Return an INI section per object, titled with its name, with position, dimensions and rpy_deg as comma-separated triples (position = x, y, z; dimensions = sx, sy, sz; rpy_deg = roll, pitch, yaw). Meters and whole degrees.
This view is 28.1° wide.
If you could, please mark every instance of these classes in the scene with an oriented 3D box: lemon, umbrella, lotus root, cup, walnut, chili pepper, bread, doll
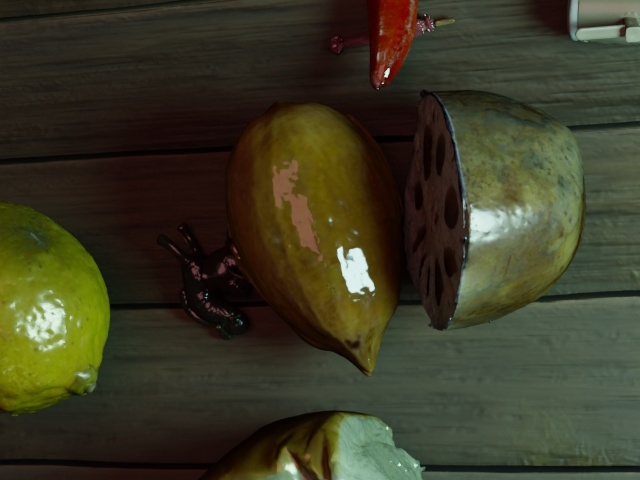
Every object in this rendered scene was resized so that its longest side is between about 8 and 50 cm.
[lemon]
position = -0.388, 0.084, 1.579
dimensions = 0.310, 0.253, 0.253
rpy_deg = 35, 95, 13
[umbrella]
position = 0.086, -0.257, 1.586
dimensions = 0.165, 0.025, 0.027
rpy_deg = -11, 103, 17
[lotus root]
position = 0.195, -0.035, 1.426
dimensions = 0.192, 0.272, 0.272
rpy_deg = -1, 83, -17
[cup]
position = 0.336, -0.253, 1.479
dimensions = 0.099, 0.074, 0.102
rpy_deg = 4, 58, 19
[walnut]
position = 0.000, 0.000, 1.494
dimensions = 0.209, 0.209, 0.336
rpy_deg = -21, 79, 14
[chili pepper]
position = 0.084, -0.302, 1.558
dimensions = 0.071, 0.063, 0.272
rpy_deg = -9, 68, 20
[bread]
position = -0.021, 0.314, 1.443
dimensions = 0.279, 0.250, 0.225
rpy_deg = -28, 81, 14
[doll]
position = -0.122, 0.037, 1.603
dimensions = 0.139, 0.057, 0.165
rpy_deg = -25, 87, 11
